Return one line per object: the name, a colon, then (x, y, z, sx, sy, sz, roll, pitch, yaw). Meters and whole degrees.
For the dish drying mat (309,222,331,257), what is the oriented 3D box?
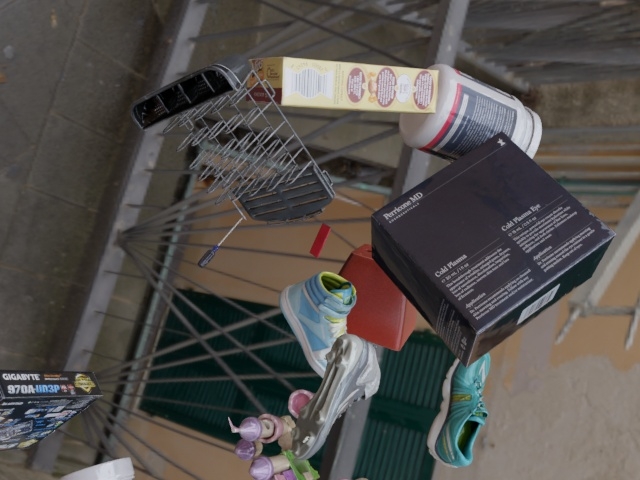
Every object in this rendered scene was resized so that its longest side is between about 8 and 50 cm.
dish drying mat: (0.000, 0.000, 1.783, 0.008, 0.032, 0.083, 12, 107, -47)

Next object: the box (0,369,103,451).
box: (-0.478, 0.269, 1.117, 0.051, 0.175, 0.220, 59, 14, 21)

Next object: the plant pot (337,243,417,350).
plant pot: (0.171, 0.155, 2.208, 0.267, 0.267, 0.236, -28, 133, -70)

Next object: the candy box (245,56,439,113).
candy box: (0.039, -0.289, 1.340, 0.316, 0.183, 0.088, -1, 103, -25)

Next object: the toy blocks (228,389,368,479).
toy blocks: (-0.097, 0.526, 1.600, 0.289, 0.309, 0.260, 61, 17, 20)

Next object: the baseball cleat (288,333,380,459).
baseball cleat: (0.032, 0.250, 1.104, 0.109, 0.072, 0.206, 25, 90, -34)

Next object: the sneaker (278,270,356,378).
sneaker: (0.041, 0.227, 1.893, 0.319, 0.208, 0.127, 56, 35, 2)

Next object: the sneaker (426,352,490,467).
sneaker: (0.333, 0.370, 1.591, 0.107, 0.110, 0.276, 25, 76, -29)

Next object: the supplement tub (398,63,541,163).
supplement tub: (0.330, -0.258, 1.589, 0.272, 0.191, 0.191, 19, 79, -21)

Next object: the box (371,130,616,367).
box: (0.326, 0.011, 1.413, 0.343, 0.312, 0.179, -32, 153, -14)

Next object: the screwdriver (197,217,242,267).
screwdriver: (-0.253, 0.002, 1.815, 0.170, 0.024, 0.025, -53, 156, -16)

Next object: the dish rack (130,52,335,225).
dish rack: (-0.113, -0.121, 1.002, 0.272, 0.208, 0.074, 55, 49, -24)

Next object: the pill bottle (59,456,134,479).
pill bottle: (-0.402, 0.608, 1.390, 0.187, 0.187, 0.334, 0, 67, -50)
